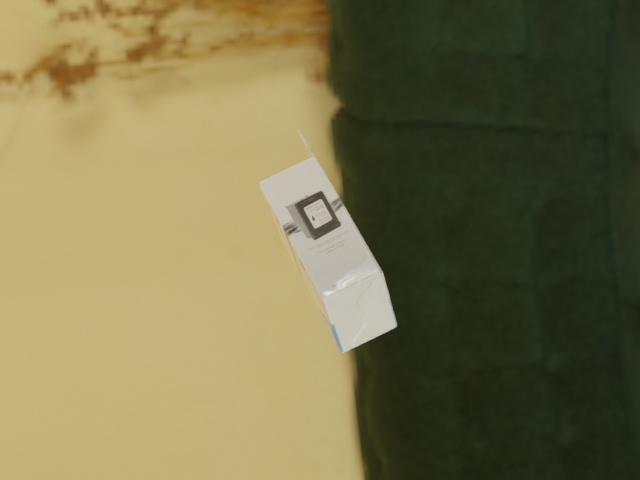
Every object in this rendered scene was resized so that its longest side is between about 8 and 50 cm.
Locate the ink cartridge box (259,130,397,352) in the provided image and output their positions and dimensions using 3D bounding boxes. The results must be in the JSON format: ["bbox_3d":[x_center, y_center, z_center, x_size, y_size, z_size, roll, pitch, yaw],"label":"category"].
[{"bbox_3d":[0.000,0.000,1.529,0.180,0.060,0.104,61,174,33],"label":"ink cartridge box"}]
